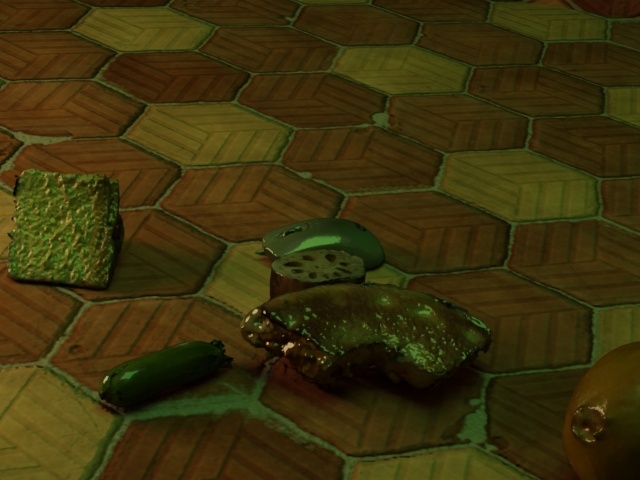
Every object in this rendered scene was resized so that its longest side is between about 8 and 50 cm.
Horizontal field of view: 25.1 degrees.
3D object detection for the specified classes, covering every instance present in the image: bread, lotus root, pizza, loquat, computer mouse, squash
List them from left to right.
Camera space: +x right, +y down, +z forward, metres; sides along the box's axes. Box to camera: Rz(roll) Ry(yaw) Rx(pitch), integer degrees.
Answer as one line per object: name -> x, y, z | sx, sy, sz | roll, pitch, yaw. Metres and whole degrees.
bread -> -0.327, -0.009, 1.847 | 0.147, 0.127, 0.152 | 3, 44, -6
squash -> -0.172, 0.146, 1.622 | 0.183, 0.052, 0.052 | -15, 33, -42
lotus root -> -0.005, 0.060, 1.792 | 0.122, 0.081, 0.112 | -9, 28, -26
computer mouse -> 0.000, 0.000, 1.943 | 0.181, 0.056, 0.089 | -2, 23, -14
pizza -> 0.056, 0.118, 1.679 | 0.305, 0.086, 0.161 | 6, 39, -12
loquat -> 0.358, 0.192, 1.496 | 0.234, 0.176, 0.187 | 3, -17, -28
